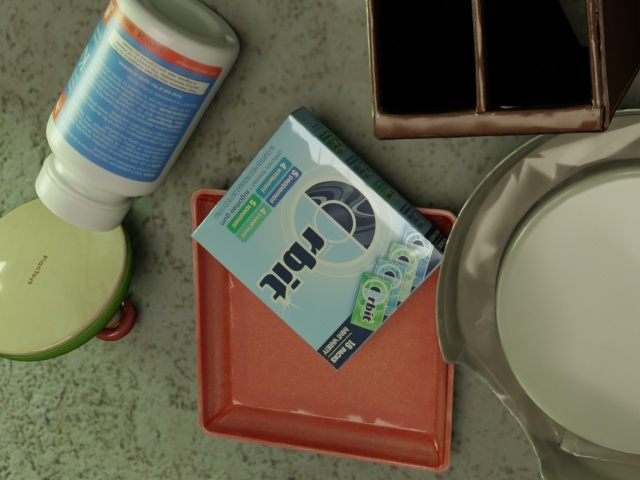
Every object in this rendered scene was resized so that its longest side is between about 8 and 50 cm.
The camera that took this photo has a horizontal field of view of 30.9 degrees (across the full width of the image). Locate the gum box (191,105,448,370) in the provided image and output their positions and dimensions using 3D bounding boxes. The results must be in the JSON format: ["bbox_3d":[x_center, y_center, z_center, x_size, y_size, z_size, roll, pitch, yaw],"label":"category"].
[{"bbox_3d":[0.000,0.000,1.039,0.184,0.041,0.157,43,115,2],"label":"gum box"}]

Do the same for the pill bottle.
[{"bbox_3d":[-0.178,-0.119,1.071,0.124,0.124,0.221,37,114,6],"label":"pill bottle"}]

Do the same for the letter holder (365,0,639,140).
[{"bbox_3d":[0.142,-0.207,0.832,0.152,0.302,0.214,0,106,20],"label":"letter holder"}]

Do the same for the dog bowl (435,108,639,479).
[{"bbox_3d":[0.277,0.053,0.974,0.348,0.102,0.349,6,108,18],"label":"dog bowl"}]

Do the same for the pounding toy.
[{"bbox_3d":[-0.278,0.074,1.169,0.237,0.110,0.183,-41,55,-9],"label":"pounding toy"}]

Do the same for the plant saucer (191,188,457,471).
[{"bbox_3d":[0.006,0.079,1.110,0.259,0.048,0.258,5,108,17],"label":"plant saucer"}]
